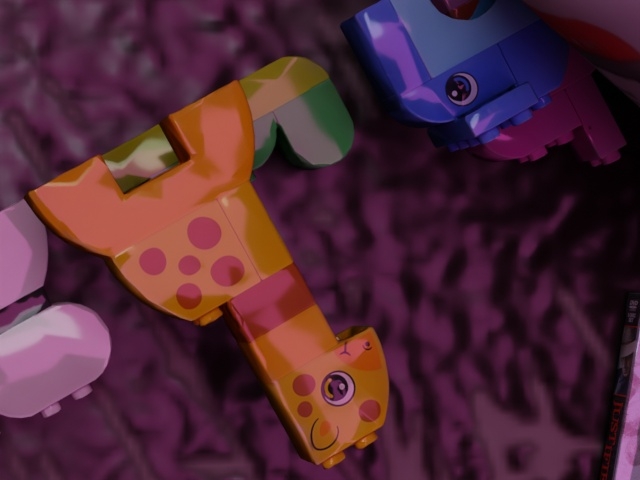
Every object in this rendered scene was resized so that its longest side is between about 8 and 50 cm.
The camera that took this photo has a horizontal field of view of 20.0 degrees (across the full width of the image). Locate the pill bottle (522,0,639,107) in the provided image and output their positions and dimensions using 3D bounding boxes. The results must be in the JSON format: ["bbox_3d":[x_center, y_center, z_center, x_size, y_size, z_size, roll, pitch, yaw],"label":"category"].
[{"bbox_3d":[0.183,-0.047,0.444,0.283,0.161,0.161,37,81,-28],"label":"pill bottle"}]

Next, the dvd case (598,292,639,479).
[{"bbox_3d":[0.121,0.081,0.529,0.087,0.013,0.119,11,86,-12],"label":"dvd case"}]

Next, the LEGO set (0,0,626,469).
[{"bbox_3d":[0.000,0.000,0.467,0.227,0.087,0.093,-29,95,-10],"label":"LEGO set"}]
